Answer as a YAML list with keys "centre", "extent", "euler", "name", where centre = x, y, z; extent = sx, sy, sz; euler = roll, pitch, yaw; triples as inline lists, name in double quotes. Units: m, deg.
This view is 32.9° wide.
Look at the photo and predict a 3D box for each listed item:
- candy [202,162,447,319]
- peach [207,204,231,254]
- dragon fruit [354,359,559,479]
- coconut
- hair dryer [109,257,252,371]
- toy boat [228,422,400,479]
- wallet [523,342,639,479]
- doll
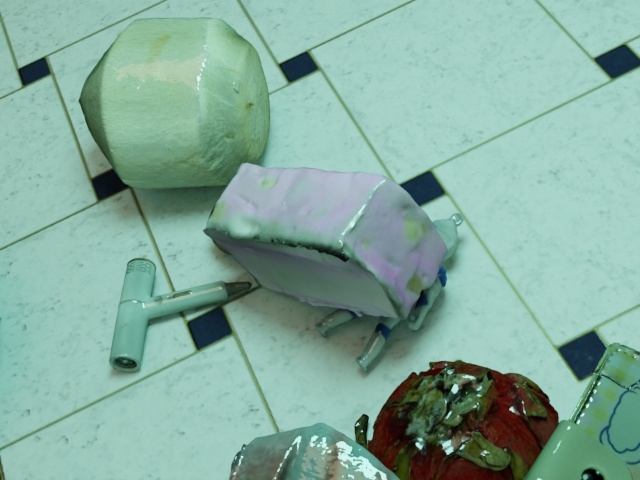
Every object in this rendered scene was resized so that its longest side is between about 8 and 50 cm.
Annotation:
- centre: [0.000, 0.000, 1.284]
  extent: [0.265, 0.155, 0.116]
  euler: [8, 62, 46]
  name: "candy"
- centre: [-0.107, -0.020, 1.425]
  extent: [0.083, 0.083, 0.083]
  euler: [-9, 51, 11]
  name: "peach"
- centre: [0.141, 0.201, 1.125]
  extent: [0.218, 0.148, 0.224]
  euler: [-28, 49, -4]
  name: "dragon fruit"
- centre: [-0.209, -0.188, 1.493]
  extent: [0.265, 0.237, 0.237]
  euler: [-3, 52, 18]
  name: "coconut"
- centre: [-0.173, 0.089, 1.389]
  extent: [0.183, 0.044, 0.155]
  euler: [-4, 54, 11]
  name: "hair dryer"
- centre: [0.036, 0.300, 1.088]
  extent: [0.282, 0.096, 0.206]
  euler: [10, 80, 27]
  name: "toy boat"
- centre: [0.304, 0.269, 1.037]
  extent: [0.223, 0.077, 0.309]
  euler: [32, 65, 13]
  name: "wallet"
- centre: [0.104, 0.054, 1.317]
  extent: [0.227, 0.057, 0.114]
  euler: [-47, 47, -9]
  name: "doll"
